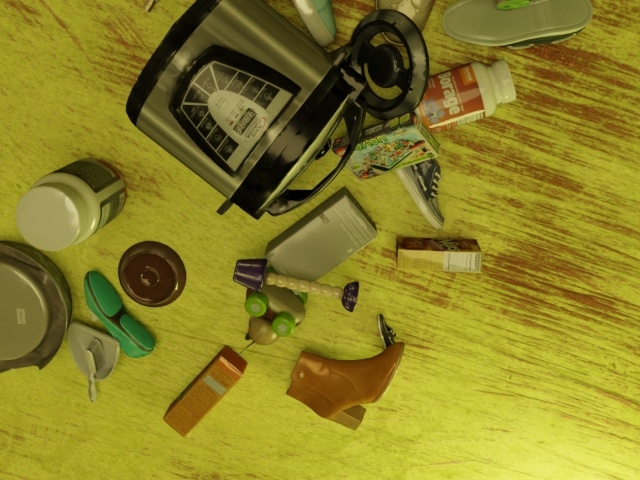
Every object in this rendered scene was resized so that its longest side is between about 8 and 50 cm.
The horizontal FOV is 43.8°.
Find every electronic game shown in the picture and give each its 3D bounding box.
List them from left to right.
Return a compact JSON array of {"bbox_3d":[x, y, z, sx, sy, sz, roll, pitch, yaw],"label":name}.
[{"bbox_3d":[0.137,-0.365,1.665,0.229,0.048,0.229,21,119,44],"label":"electronic game"}]

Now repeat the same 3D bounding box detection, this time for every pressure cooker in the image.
[{"bbox_3d":[-0.125,-0.268,1.614,0.420,0.370,0.375,39,61,-7],"label":"pressure cooker"}]

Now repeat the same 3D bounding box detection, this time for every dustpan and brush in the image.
[{"bbox_3d":[-0.556,0.313,1.955,0.147,0.060,0.211,19,132,18],"label":"dustpan and brush"}]

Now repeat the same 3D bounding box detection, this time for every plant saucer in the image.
[{"bbox_3d":[-0.406,0.085,1.904,0.168,0.029,0.169,1,106,5],"label":"plant saucer"}]

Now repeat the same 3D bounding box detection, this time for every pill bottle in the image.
[{"bbox_3d":[-0.541,-0.080,1.736,0.161,0.283,0.161,1,105,4],"label":"pill bottle"},{"bbox_3d":[0.297,-0.308,1.693,0.216,0.121,0.121,-18,103,9],"label":"pill bottle"}]

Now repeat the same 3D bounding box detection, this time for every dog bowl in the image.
[{"bbox_3d":[-0.762,0.159,1.914,0.348,0.102,0.349,1,106,4],"label":"dog bowl"}]

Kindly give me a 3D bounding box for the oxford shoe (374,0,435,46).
[{"bbox_3d":[0.186,-0.592,1.608,0.140,0.146,0.397,7,107,0],"label":"oxford shoe"}]

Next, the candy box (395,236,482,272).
[{"bbox_3d":[0.264,0.031,1.795,0.186,0.109,0.053,3,106,3],"label":"candy box"}]

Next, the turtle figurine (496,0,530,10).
[{"bbox_3d":[0.390,-0.604,1.544,0.274,0.198,0.266,2,85,10],"label":"turtle figurine"}]

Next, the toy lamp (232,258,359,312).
[{"bbox_3d":[-0.055,0.094,1.755,0.274,0.080,0.080,13,106,-6],"label":"toy lamp"}]

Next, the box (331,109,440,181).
[{"bbox_3d":[0.139,-0.199,1.711,0.207,0.036,0.114,-16,135,37],"label":"box"}]

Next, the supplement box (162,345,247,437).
[{"bbox_3d":[-0.282,0.369,1.947,0.080,0.078,0.233,39,104,-6],"label":"supplement box"}]

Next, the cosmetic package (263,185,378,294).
[{"bbox_3d":[0.000,0.000,1.811,0.238,0.107,0.127,-39,103,10],"label":"cosmetic package"}]

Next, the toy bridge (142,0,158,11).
[{"bbox_3d":[-0.431,-0.571,1.726,0.188,0.026,0.063,33,104,-5],"label":"toy bridge"}]

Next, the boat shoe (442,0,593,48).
[{"bbox_3d":[0.405,-0.449,1.660,0.302,0.091,0.114,2,86,6],"label":"boat shoe"}]

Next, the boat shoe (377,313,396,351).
[{"bbox_3d":[0.161,0.228,1.890,0.038,0.046,0.125,-13,107,8],"label":"boat shoe"}]

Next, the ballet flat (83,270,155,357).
[{"bbox_3d":[-0.503,0.189,1.916,0.087,0.083,0.247,-34,99,27],"label":"ballet flat"}]

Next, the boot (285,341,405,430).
[{"bbox_3d":[0.049,0.309,1.876,0.211,0.104,0.295,30,119,-1],"label":"boot"}]

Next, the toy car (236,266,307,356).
[{"bbox_3d":[-0.138,0.185,1.857,0.149,0.155,0.188,37,117,-6],"label":"toy car"}]

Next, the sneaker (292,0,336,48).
[{"bbox_3d":[-0.008,-0.587,1.633,0.150,0.135,0.366,-16,104,12],"label":"sneaker"}]

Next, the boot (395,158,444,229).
[{"bbox_3d":[0.242,-0.121,1.774,0.086,0.069,0.190,-32,99,15],"label":"boot"}]
